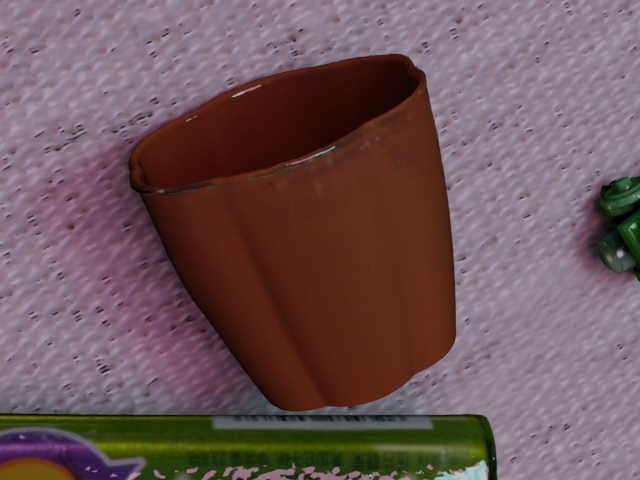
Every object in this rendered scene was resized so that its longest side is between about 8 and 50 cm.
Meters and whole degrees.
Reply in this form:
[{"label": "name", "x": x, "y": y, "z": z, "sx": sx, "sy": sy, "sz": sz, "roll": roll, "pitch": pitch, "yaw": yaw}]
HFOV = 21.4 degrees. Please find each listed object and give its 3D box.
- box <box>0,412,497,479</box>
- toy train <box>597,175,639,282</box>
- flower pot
[{"label": "box", "x": -0.064, "y": 0.168, "z": 1.011, "sx": 0.346, "sy": 0.097, "sz": 0.134, "roll": 2, "pitch": 79, "yaw": -12}, {"label": "toy train", "x": 0.301, "y": -0.054, "z": 1.153, "sx": 0.251, "sy": 0.119, "sz": 0.085, "roll": -38, "pitch": 105, "yaw": -16}, {"label": "flower pot", "x": 0.000, "y": 0.000, "z": 1.018, "sx": 0.191, "sy": 0.190, "sz": 0.173, "roll": -27, "pitch": 110, "yaw": -17}]
